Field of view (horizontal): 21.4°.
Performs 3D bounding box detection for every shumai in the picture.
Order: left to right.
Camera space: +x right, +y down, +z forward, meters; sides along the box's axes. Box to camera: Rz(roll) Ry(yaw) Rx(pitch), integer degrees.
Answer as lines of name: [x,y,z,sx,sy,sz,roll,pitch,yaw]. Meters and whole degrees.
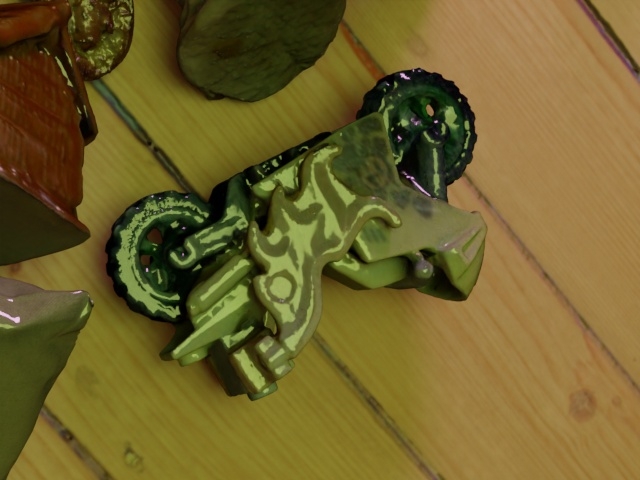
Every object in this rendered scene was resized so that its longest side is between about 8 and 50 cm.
shumai: [-0.077,-0.237,1.666,0.201,0.201,0.120,-20,54,-25]

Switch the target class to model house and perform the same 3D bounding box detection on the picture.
model house: [-0.326,-0.111,1.518,0.219,0.199,0.229,55,30,-53]

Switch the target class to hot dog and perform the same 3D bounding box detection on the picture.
hot dog: [-0.231,-0.225,1.614,0.099,0.065,0.147,-3,86,-35]

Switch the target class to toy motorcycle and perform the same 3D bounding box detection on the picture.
toy motorcycle: [0.000,0.000,1.658,0.410,0.168,0.237,-27,92,-19]

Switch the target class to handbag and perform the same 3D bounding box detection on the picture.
handbag: [-0.378,0.120,1.449,0.315,0.109,0.253,5,127,-25]
